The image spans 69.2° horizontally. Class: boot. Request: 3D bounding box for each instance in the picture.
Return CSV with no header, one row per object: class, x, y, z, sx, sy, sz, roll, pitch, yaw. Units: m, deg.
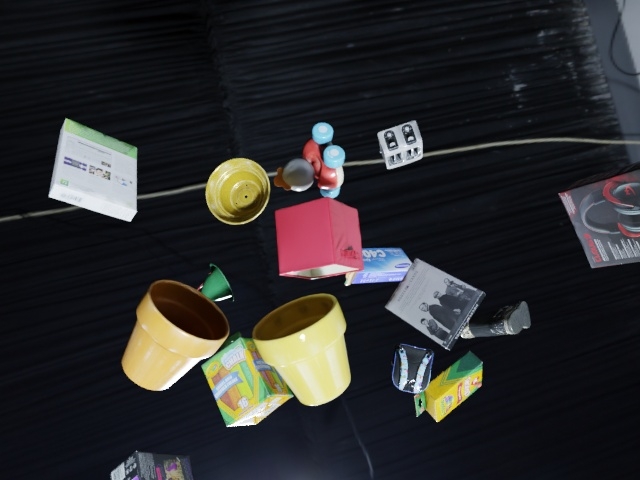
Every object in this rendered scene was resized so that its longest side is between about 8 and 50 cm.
boot,0.561,0.255,1.487,0.178,0.236,0.085,-16,83,37

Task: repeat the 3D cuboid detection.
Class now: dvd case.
dvd case,0.313,0.169,1.300,0.029,0.179,0.238,35,178,-42

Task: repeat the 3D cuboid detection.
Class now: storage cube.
storage cube,0.000,0.000,1.350,0.183,0.214,0.193,15,-114,-58

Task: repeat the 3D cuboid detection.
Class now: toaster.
toaster,0.333,-0.396,1.949,0.186,0.168,0.110,56,-161,-69

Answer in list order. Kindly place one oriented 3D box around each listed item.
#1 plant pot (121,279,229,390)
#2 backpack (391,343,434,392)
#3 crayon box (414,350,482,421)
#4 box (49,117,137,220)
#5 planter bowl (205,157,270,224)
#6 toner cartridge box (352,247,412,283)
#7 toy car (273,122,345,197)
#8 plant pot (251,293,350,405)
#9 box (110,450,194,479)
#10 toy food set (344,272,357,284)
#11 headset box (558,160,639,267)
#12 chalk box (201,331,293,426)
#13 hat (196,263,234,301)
plant pot,-0.344,0.225,1.051,0.205,0.188,0.205,36,-169,-8
backpack,0.354,0.501,1.817,0.117,0.158,0.173,82,-162,-77
crayon box,0.545,0.634,1.968,0.081,0.318,0.202,43,160,42
box,-0.688,-0.220,1.433,0.058,0.232,0.322,-43,44,29
planter bowl,-0.257,-0.153,1.524,0.090,0.217,0.217,34,-140,-76
toner cartridge box,0.273,0.116,2.224,0.165,0.347,0.075,61,140,40
toy car,-0.056,-0.256,1.622,0.219,0.237,0.210,98,153,-61
plant pot,-0.031,0.312,1.296,0.254,0.254,0.239,-149,36,-75
box,-0.650,0.935,1.810,0.270,0.165,0.143,38,-163,-47
toy food set,0.100,0.108,1.490,0.020,0.083,0.083,27,132,14
headset box,0.740,-0.064,1.111,0.293,0.110,0.218,-21,94,62
chalk box,-0.259,0.446,1.564,0.289,0.180,0.179,55,-172,28
hat,-0.465,0.215,1.839,0.173,0.183,0.208,50,154,21
